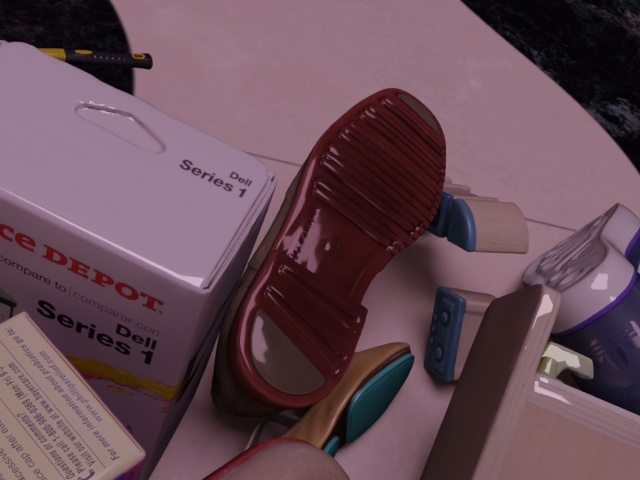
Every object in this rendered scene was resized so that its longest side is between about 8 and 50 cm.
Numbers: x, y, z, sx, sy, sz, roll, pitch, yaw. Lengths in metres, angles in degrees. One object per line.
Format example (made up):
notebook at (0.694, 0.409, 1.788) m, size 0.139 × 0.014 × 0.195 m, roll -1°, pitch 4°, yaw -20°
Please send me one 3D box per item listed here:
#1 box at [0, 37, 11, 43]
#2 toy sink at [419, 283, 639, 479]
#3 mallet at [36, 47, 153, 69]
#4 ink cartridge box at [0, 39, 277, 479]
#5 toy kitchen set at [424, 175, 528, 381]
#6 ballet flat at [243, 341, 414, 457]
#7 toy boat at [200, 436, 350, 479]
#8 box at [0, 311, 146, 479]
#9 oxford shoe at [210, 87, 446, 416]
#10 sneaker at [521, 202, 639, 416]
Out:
box at (-0.389, -0.096, 0.783) m, size 0.293 × 0.073 × 0.295 m, roll 24°, pitch 47°, yaw -1°
toy sink at (0.162, 0.169, 0.657) m, size 0.131 × 0.153 × 0.234 m, roll 23°, pitch 79°, yaw -1°
mallet at (-0.256, -0.183, 0.851) m, size 0.189 × 0.039 × 0.062 m, roll -10°, pitch 53°, yaw -38°
ink cartridge box at (-0.171, 0.035, 0.616) m, size 0.201 × 0.278 × 0.117 m, roll 26°, pitch 46°, yaw 0°
toy kitchen set at (0.091, 0.024, 0.887) m, size 0.122 × 0.166 × 0.207 m, roll 3°, pitch 14°, yaw -21°
ballet flat at (-0.003, 0.146, 0.733) m, size 0.073 × 0.080 × 0.232 m, roll 27°, pitch 43°, yaw 20°
toy boat at (-0.079, 0.233, 0.581) m, size 0.231 × 0.151 × 0.151 m, roll -27°, pitch 96°, yaw -39°
box at (-0.241, 0.191, 0.496) m, size 0.117 × 0.213 × 0.243 m, roll 45°, pitch 49°, yaw 18°
oxford shoe at (0.000, 0.000, 0.775) m, size 0.123 × 0.130 × 0.348 m, roll 41°, pitch 55°, yaw -10°
sneaker at (0.313, 0.103, 0.861) m, size 0.236 × 0.130 × 0.323 m, roll 52°, pitch 20°, yaw 1°
